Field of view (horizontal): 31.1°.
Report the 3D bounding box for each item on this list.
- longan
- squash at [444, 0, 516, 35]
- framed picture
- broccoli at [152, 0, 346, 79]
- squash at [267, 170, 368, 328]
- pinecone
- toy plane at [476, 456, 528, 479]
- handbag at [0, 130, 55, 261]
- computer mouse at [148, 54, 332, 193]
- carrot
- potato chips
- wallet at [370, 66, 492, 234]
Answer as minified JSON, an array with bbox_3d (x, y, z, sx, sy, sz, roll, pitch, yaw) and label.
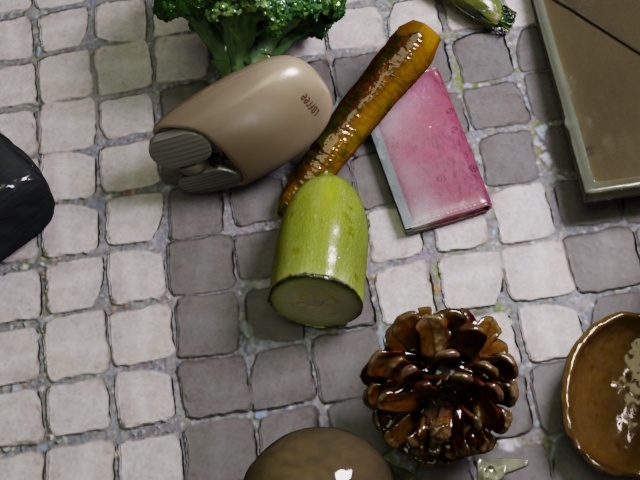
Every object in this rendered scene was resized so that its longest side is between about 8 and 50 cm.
[{"bbox_3d":[0.014,0.290,1.241,0.205,0.159,0.184,-13,75,-23],"label":"longan"},{"bbox_3d":[0.193,-0.347,1.611,0.183,0.052,0.052,39,73,18],"label":"squash"},{"bbox_3d":[0.461,-0.254,1.523,0.326,0.028,0.446,-7,56,3],"label":"framed picture"},{"bbox_3d":[-0.096,-0.292,1.519,0.270,0.270,0.270,5,94,8],"label":"broccoli"},{"bbox_3d":[0.000,0.000,1.413,0.123,0.123,0.186,1,61,6],"label":"squash"},{"bbox_3d":[0.133,0.162,1.288,0.179,0.150,0.195,-13,38,13],"label":"pinecone"},{"bbox_3d":[0.146,0.352,1.228,0.092,0.108,0.286,-11,49,47],"label":"toy plane"},{"bbox_3d":[-0.480,-0.042,1.449,0.254,0.181,0.181,-39,73,-15],"label":"handbag"},{"bbox_3d":[-0.098,-0.142,1.459,0.237,0.145,0.082,-26,48,12],"label":"computer mouse"},{"bbox_3d":[0.046,-0.153,1.502,0.066,0.066,0.314,35,85,21],"label":"carrot"},{"bbox_3d":[0.349,0.178,1.323,0.150,0.049,0.201,8,62,4],"label":"potato chips"},{"bbox_3d":[0.133,-0.123,1.512,0.119,0.025,0.232,-16,62,-2],"label":"wallet"}]
